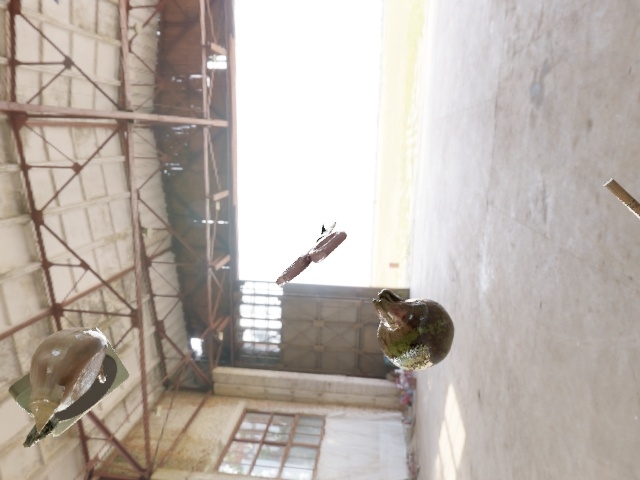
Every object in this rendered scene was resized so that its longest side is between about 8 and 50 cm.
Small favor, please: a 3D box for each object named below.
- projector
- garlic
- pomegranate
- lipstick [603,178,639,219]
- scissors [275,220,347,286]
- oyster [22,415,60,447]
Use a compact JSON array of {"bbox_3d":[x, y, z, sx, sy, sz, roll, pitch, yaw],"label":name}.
[{"bbox_3d":[-0.711,0.404,1.360,0.259,0.079,0.257,-40,-32,-31],"label":"projector"},{"bbox_3d":[-0.482,0.244,0.951,0.148,0.128,0.266,-53,-7,3],"label":"garlic"},{"bbox_3d":[0.159,0.145,0.832,0.126,0.138,0.163,-32,-81,-43],"label":"pomegranate"},{"bbox_3d":[0.499,-0.062,0.762,0.019,0.094,0.019,-44,-6,-6],"label":"lipstick"},{"bbox_3d":[0.000,0.000,0.648,0.021,0.110,0.212,52,-162,-8],"label":"scissors"},{"bbox_3d":[-0.721,0.504,1.230,0.037,0.100,0.098,52,-126,-29],"label":"oyster"}]
